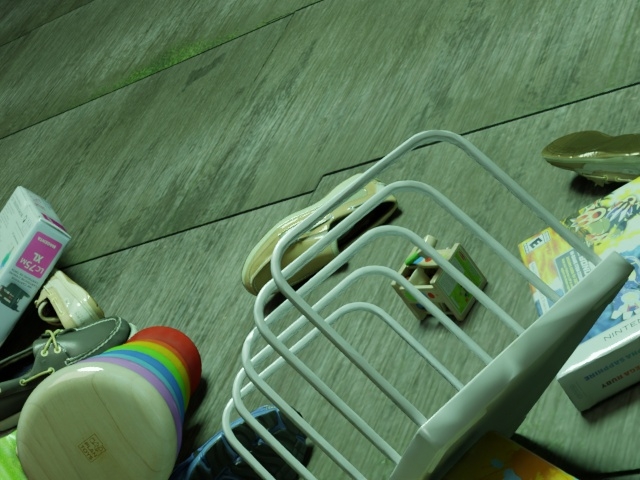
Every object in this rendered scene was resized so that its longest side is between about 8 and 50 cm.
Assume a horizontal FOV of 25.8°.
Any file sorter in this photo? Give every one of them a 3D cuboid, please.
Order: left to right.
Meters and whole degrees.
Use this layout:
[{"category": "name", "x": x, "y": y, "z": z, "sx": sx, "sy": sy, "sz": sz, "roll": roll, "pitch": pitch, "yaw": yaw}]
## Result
[{"category": "file sorter", "x": 0.055, "y": 0.083, "z": 0.989, "sx": 0.193, "sy": 0.173, "sz": 0.277, "roll": -39, "pitch": -16, "yaw": -28}]

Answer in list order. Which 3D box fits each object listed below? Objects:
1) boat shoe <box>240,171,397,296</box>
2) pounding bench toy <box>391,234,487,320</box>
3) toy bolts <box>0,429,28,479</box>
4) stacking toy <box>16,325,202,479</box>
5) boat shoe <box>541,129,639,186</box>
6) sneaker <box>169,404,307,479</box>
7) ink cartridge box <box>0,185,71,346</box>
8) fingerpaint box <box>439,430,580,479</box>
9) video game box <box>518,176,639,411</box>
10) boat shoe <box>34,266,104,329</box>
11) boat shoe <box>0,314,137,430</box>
[{"category": "boat shoe", "x": 0.000, "y": 0.000, "z": 1.503, "sx": 0.190, "sy": 0.068, "sz": 0.072, "roll": -41, "pitch": 38, "yaw": -5}, {"category": "pounding bench toy", "x": 0.100, "y": 0.029, "z": 1.304, "sx": 0.065, "sy": 0.083, "sz": 0.052, "roll": -3, "pitch": 43, "yaw": 48}, {"category": "toy bolts", "x": -0.298, "y": 0.306, "z": 1.371, "sx": 0.228, "sy": 0.158, "sz": 0.218, "roll": -32, "pitch": 66, "yaw": -9}, {"category": "stacking toy", "x": -0.177, "y": 0.155, "z": 1.349, "sx": 0.141, "sy": 0.141, "sz": 0.330, "roll": -34, "pitch": 2, "yaw": 9}, {"category": "boat shoe", "x": 0.264, "y": -0.072, "z": 1.300, "sx": 0.050, "sy": 0.045, "sz": 0.135, "roll": -40, "pitch": 27, "yaw": -26}, {"category": "sneaker", "x": -0.109, "y": 0.222, "z": 1.272, "sx": 0.221, "sy": 0.083, "sz": 0.087, "roll": -37, "pitch": 20, "yaw": -4}, {"category": "ink cartridge box", "x": -0.452, "y": 0.087, "z": 1.867, "sx": 0.311, "sy": 0.065, "sz": 0.186, "roll": -54, "pitch": 25, "yaw": 2}, {"category": "fingerpaint box", "x": 0.075, "y": 0.358, "z": 0.729, "sx": 0.445, "sy": 0.163, "sz": 0.371, "roll": -43, "pitch": 28, "yaw": -13}, {"category": "video game box", "x": 0.266, "y": 0.025, "z": 1.146, "sx": 0.187, "sy": 0.048, "sz": 0.205, "roll": -29, "pitch": 28, "yaw": 14}, {"category": "boat shoe", "x": -0.338, "y": 0.080, "z": 1.796, "sx": 0.059, "sy": 0.063, "sz": 0.170, "roll": -40, "pitch": 27, "yaw": -17}, {"category": "boat shoe", "x": -0.323, "y": 0.149, "z": 1.662, "sx": 0.228, "sy": 0.068, "sz": 0.081, "roll": -31, "pitch": 28, "yaw": 15}]
